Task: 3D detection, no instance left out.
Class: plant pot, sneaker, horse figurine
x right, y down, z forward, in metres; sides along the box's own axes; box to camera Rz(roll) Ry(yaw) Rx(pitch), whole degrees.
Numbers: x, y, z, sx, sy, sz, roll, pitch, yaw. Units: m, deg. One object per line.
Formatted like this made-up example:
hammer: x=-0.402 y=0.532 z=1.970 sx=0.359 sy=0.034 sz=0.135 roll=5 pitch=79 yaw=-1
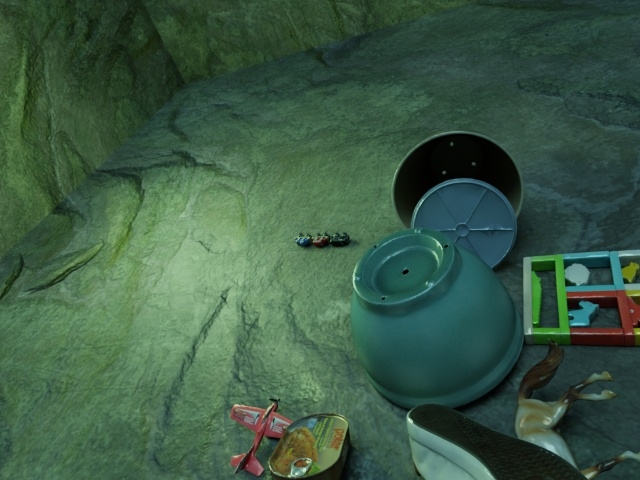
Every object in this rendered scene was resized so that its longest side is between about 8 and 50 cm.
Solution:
plant pot: x=0.169 y=0.105 z=0.836 sx=0.292 sy=0.196 sz=0.293 roll=-22 pitch=33 yaw=15
plant pot: x=0.304 y=-0.144 z=1.096 sx=0.256 sy=0.257 sz=0.274 roll=-10 pitch=21 yaw=21
sneaker: x=0.226 y=0.315 z=0.613 sx=0.105 sy=0.123 sz=0.290 roll=-10 pitch=12 yaw=-28
horse figurine: x=0.323 y=0.269 z=0.648 sx=0.174 sy=0.066 sz=0.263 roll=-33 pitch=38 yaw=27

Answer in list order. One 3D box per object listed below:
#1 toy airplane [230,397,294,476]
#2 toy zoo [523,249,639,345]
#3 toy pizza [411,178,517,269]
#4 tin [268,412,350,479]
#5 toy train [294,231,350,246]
toy airplane: x=-0.105 y=0.343 z=0.860 sx=0.151 sy=0.028 sz=0.151 roll=-12 pitch=39 yaw=10
toy zoo: x=0.497 y=0.092 z=0.823 sx=0.293 sy=0.030 sz=0.192 roll=-5 pitch=39 yaw=27
toy pizza: x=0.282 y=-0.025 z=0.977 sx=0.201 sy=0.202 sz=0.032 roll=-10 pitch=13 yaw=20
tin: x=-0.011 y=0.321 z=0.750 sx=0.106 sy=0.040 sz=0.189 roll=-12 pitch=4 yaw=13
toy train: x=0.000 y=0.000 z=1.252 sx=0.158 sy=0.027 sz=0.036 roll=-1 pitch=52 yaw=30
